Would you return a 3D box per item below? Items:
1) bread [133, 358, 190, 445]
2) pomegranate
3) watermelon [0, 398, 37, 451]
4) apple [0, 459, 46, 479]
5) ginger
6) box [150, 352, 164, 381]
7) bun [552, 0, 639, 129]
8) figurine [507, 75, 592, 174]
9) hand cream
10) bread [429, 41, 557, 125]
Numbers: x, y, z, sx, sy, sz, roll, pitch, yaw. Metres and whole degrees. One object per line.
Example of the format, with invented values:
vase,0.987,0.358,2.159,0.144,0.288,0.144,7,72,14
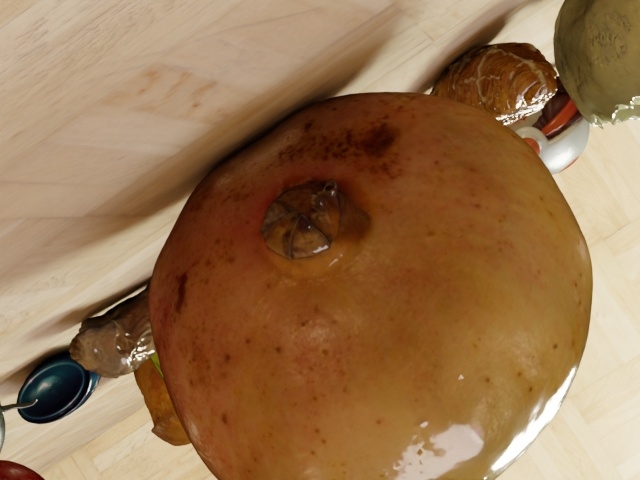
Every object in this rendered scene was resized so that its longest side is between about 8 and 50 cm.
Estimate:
bread,-0.132,0.177,2.326,0.312,0.172,0.312,-31,171,-6
pomegranate,0.030,0.041,1.181,0.338,0.338,0.338,-33,176,-3
watermelon,-0.272,0.135,1.172,0.133,0.105,0.105,-19,172,-13
apple,-0.468,0.417,2.239,0.201,0.218,0.218,-8,-177,17
ginger,-0.150,0.082,1.590,0.290,0.122,0.084,-22,137,-54
box,-0.077,0.121,2.009,0.260,0.175,0.062,-32,177,-6
bun,0.320,-0.207,1.410,0.259,0.152,0.259,-21,177,-1
figurine,0.270,-0.130,2.072,0.226,0.160,0.183,-43,174,11
hand cream,-0.278,0.150,1.762,0.120,0.061,0.270,-38,-177,-1
bread,0.155,-0.139,1.462,0.105,0.076,0.233,-19,178,-18
